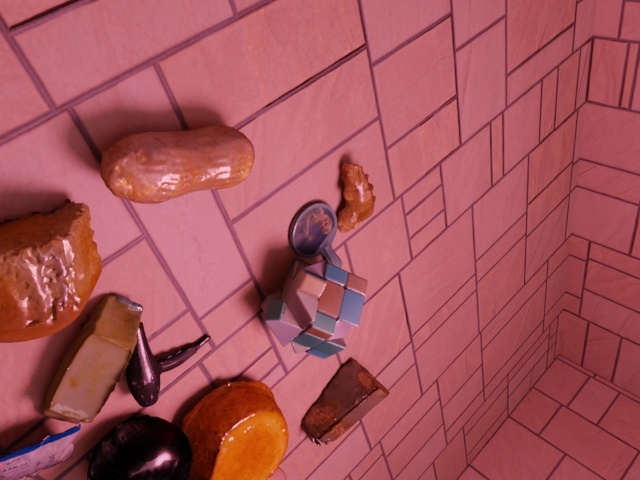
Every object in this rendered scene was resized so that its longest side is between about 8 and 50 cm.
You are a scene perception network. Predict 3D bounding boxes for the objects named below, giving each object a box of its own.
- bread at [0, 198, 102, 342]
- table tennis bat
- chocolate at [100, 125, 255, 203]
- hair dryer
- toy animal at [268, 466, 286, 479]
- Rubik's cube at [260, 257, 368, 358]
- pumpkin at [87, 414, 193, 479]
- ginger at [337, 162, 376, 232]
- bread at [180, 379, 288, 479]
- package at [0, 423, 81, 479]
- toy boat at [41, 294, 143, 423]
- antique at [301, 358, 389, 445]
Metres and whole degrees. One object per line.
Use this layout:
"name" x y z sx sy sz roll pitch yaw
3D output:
"bread" -0.468 0.065 0.859 0.262 0.163 0.204 -30 134 -42
"table tennis bat" 0.000 0.000 1.393 0.149 0.038 0.237 -47 135 -16
"chocolate" -0.258 -0.143 0.982 0.309 0.134 0.134 -19 125 -42
"hair dryer" -0.337 0.246 1.188 0.219 0.075 0.195 -23 119 -48
"toy animal" -0.189 0.784 1.568 0.154 0.166 0.250 30 87 -21
"Rubik's cube" -0.028 0.162 1.331 0.213 0.265 0.224 23 57 -14
"pumpkin" -0.399 0.508 1.183 0.233 0.163 0.233 -20 125 -32
"ginger" 0.103 -0.114 1.396 0.115 0.081 0.205 -1 126 -11
"bread" -0.221 0.517 1.360 0.312 0.172 0.312 -20 123 -35
"package" -0.564 0.430 1.032 0.171 0.027 0.173 -11 144 -41
"toy boat" -0.443 0.244 1.033 0.111 0.084 0.276 31 90 -28
"antique" 0.069 0.537 1.704 0.284 0.150 0.125 -46 139 -4
